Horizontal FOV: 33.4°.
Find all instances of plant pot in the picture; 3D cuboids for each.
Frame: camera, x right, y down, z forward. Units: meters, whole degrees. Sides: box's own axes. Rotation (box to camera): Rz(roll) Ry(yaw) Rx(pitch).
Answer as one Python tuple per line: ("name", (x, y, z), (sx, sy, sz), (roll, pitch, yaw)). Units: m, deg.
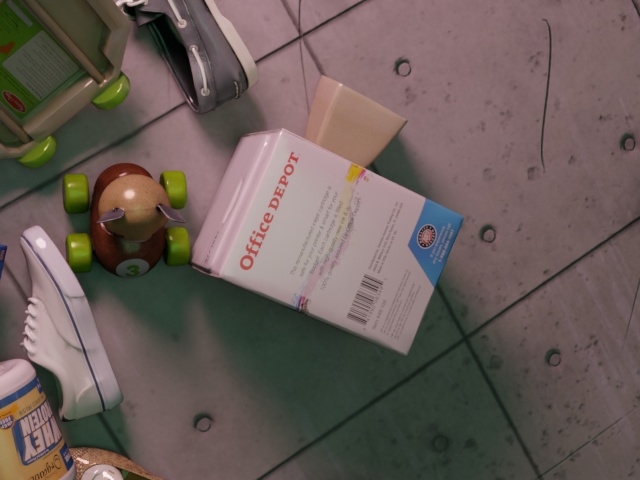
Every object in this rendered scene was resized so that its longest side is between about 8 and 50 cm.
("plant pot", (0.036, -0.153, 1.449), (0.109, 0.109, 0.096), (27, 97, -18))

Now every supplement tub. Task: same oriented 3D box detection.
("supplement tub", (-0.386, 0.260, 1.303), (0.144, 0.144, 0.199), (-23, 100, -16))

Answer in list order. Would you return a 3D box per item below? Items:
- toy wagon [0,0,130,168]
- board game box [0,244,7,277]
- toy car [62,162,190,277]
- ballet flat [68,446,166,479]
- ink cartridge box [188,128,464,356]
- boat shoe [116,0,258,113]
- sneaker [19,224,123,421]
("toy wagon", (-0.389, -0.189, 1.243), (0.344, 0.068, 0.267), (-39, 145, -2))
("board game box", (-0.498, 0.065, 1.278), (0.210, 0.047, 0.160), (10, 90, -3))
("toy car", (-0.229, -0.022, 1.317), (0.155, 0.188, 0.148), (-4, 94, -18))
("ballet flat", (-0.250, 0.326, 1.394), (0.206, 0.067, 0.073), (23, 88, -18))
("ink cartridge box", (0.000, 0.000, 1.391), (0.270, 0.197, 0.198), (25, 86, -19))
("boat shoe", (-0.203, -0.304, 1.349), (0.099, 0.116, 0.319), (-41, 110, -16))
("sneaker", (-0.333, 0.111, 1.339), (0.091, 0.094, 0.258), (-24, 101, -21))
